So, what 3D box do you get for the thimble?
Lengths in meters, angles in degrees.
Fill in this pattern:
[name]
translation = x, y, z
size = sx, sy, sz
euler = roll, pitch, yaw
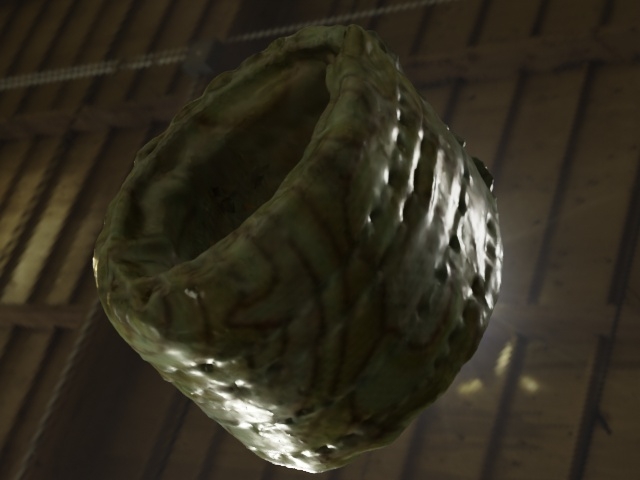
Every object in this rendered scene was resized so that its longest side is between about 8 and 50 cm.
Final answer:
[thimble]
translation = 0.000, 0.000, 0.559
size = 0.190, 0.143, 0.137
euler = -49, -143, -13
